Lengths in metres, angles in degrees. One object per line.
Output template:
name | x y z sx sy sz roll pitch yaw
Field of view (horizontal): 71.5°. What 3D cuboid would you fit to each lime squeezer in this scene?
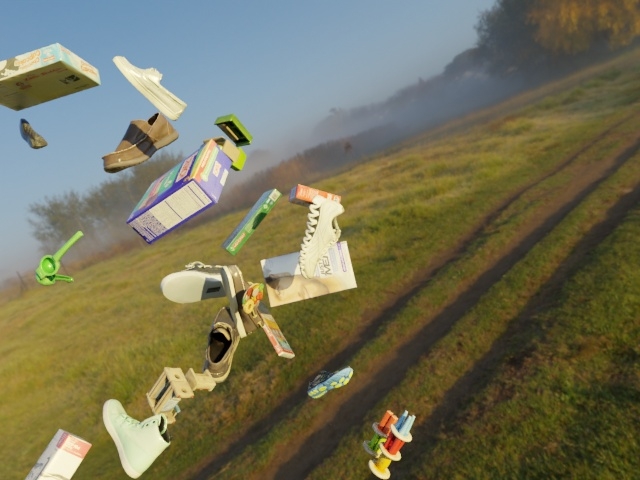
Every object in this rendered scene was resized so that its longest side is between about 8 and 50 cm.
lime squeezer | -0.736 0.077 1.249 0.109 0.059 0.310 -12 -22 -39

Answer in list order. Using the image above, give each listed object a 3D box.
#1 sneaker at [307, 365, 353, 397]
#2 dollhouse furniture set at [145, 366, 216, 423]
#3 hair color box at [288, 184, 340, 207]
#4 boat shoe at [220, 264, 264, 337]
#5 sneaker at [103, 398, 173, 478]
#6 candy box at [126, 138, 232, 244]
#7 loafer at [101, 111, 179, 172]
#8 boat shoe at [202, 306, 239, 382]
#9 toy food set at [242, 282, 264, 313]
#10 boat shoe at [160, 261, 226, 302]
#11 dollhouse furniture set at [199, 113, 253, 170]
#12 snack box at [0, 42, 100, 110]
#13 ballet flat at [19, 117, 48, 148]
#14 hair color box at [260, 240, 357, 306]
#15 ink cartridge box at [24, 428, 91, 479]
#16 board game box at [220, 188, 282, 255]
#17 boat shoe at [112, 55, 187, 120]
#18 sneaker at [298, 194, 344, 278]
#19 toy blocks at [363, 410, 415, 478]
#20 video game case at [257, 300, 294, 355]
sneaker | 0.027 0.478 1.540 0.188 0.067 0.078 -35 35 22
dollhouse furniture set | -0.465 0.531 1.521 0.183 0.129 0.129 25 -75 -49
hair color box | -0.022 -0.148 1.610 0.167 0.054 0.093 13 -10 -20
boat shoe | -0.238 0.184 1.388 0.096 0.325 0.117 -19 47 -16
sneaker | -0.531 0.539 1.307 0.151 0.256 0.094 -39 -34 -11
candy box | -0.475 -0.168 1.521 0.316 0.122 0.268 -27 32 21
loafer | -0.647 -0.349 1.556 0.133 0.130 0.366 -14 27 23
boat shoe | -0.397 0.404 1.832 0.132 0.130 0.356 9 40 -12
toy food set | -0.188 0.157 1.233 0.020 0.083 0.083 24 40 27
boat shoe | -0.393 0.122 1.433 0.306 0.105 0.113 -2 -53 -53
dollhouse furniture set | -0.472 -0.400 1.928 0.301 0.151 0.198 -2 60 33
snack box | -0.891 -0.502 1.387 0.321 0.060 0.187 -14 -4 7
ballet flat | -0.998 -0.366 1.535 0.049 0.173 0.058 -14 -40 -47
hair color box | -0.046 0.129 1.720 0.338 0.186 0.110 -13 -3 -2
ink cartridge box | -0.882 0.756 1.470 0.158 0.092 0.218 -16 41 48
board game box | -0.299 -0.079 1.896 0.317 0.046 0.213 -53 17 -10
boat shoe | -0.488 -0.454 1.291 0.081 0.227 0.079 -46 28 1
sneaker | 0.000 0.000 1.496 0.118 0.293 0.110 15 16 6
toy blocks | 0.157 0.433 0.998 0.148 0.054 0.123 -63 9 8
video game case | -0.213 0.372 1.905 0.025 0.285 0.204 -34 -21 -1
